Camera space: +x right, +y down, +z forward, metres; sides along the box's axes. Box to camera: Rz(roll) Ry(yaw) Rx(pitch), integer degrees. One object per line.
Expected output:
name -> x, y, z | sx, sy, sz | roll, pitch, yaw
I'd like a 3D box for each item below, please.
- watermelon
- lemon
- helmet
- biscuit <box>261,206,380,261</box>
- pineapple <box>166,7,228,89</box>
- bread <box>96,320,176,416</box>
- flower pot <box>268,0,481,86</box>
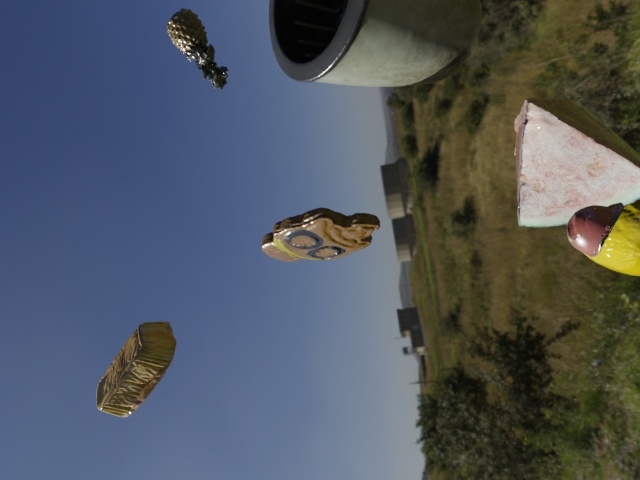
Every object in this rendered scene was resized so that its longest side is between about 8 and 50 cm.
watermelon -> 0.540, -0.202, 0.972 | 0.292, 0.251, 0.282 | 54, -147, -64
lemon -> 0.727, -0.047, 1.087 | 0.284, 0.261, 0.260 | -26, -73, -63
helmet -> 0.375, -0.023, 0.648 | 0.083, 0.049, 0.065 | -69, -13, 13
biscuit -> 0.000, 0.000, 1.036 | 0.208, 0.291, 0.041 | 30, -128, -48
pineapple -> -0.373, -0.589, 1.450 | 0.251, 0.125, 0.125 | 55, -167, -2
bread -> -0.520, 0.363, 1.315 | 0.119, 0.288, 0.152 | 27, -163, -38
flower pot -> 0.112, -0.420, 0.863 | 0.331, 0.294, 0.293 | -1, -101, -35
